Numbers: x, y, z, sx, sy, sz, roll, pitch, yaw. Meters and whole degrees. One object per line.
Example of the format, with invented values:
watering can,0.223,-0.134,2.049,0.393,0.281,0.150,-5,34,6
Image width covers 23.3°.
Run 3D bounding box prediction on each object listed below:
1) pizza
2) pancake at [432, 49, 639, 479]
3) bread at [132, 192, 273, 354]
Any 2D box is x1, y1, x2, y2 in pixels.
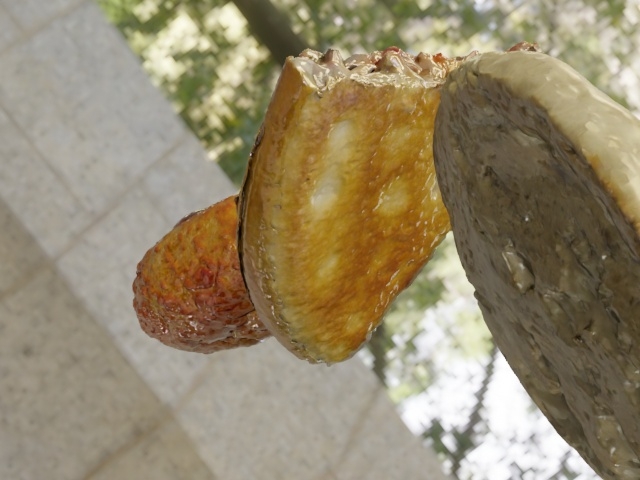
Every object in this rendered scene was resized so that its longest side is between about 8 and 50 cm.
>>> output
pizza,0.034,-0.036,0.743,0.193,0.053,0.201,-28,142,-30
pancake,0.070,0.014,0.406,0.025,0.152,0.151,-32,-172,-13
bread,-0.006,0.001,0.964,0.269,0.095,0.139,-21,171,24
